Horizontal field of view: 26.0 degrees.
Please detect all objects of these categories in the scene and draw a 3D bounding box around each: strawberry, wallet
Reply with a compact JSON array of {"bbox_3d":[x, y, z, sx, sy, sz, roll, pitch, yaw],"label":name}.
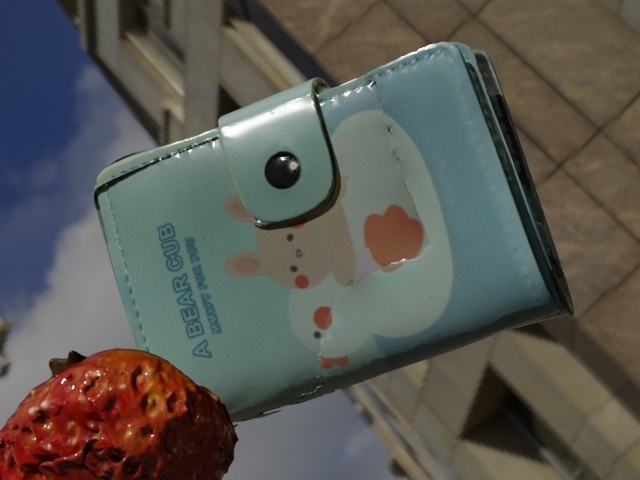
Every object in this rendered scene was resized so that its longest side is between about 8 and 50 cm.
[{"bbox_3d":[-0.125,0.143,0.760,0.121,0.082,0.188,29,-62,-22],"label":"strawberry"},{"bbox_3d":[0.000,0.000,0.800,0.250,0.176,0.075,-20,-5,17],"label":"wallet"}]
